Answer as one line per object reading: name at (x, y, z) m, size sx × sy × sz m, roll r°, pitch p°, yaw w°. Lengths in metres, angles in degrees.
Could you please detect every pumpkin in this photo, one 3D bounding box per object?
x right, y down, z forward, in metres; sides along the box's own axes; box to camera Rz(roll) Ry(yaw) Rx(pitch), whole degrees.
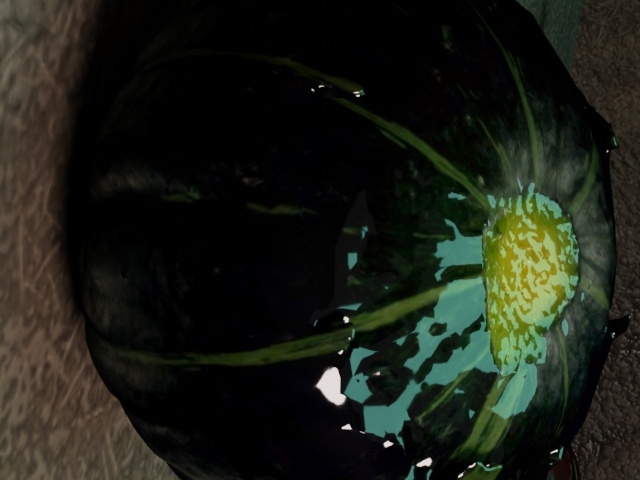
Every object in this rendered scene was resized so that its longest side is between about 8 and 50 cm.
pumpkin at (0.000, 0.000, 0.673) m, size 0.296 × 0.296 × 0.295 m, roll 10°, pitch 90°, yaw -75°

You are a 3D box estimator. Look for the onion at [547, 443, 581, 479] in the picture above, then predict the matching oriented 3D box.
onion at (0.178, 0.310, 1.378) m, size 0.273 × 0.285 × 0.273 m, roll -28°, pitch 143°, yaw -24°
